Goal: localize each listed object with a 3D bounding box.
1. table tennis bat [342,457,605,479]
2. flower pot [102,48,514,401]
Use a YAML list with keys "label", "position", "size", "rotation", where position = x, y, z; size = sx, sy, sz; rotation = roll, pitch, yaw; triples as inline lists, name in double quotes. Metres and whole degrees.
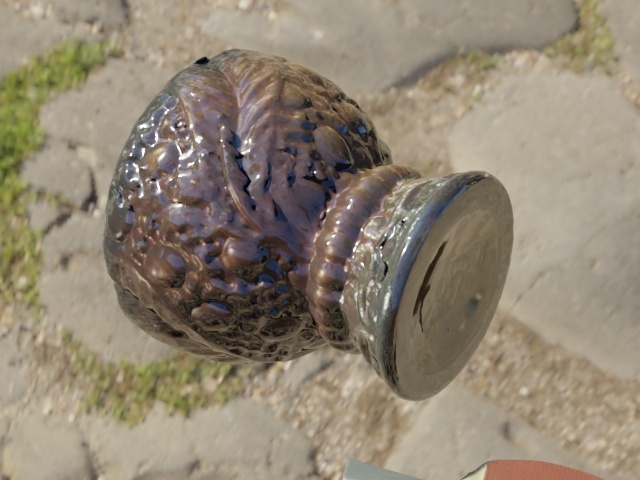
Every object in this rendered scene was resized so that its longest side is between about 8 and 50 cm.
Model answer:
- label: "table tennis bat"
  position: [0.119, 0.182, 1.080]
  size: [0.220, 0.019, 0.130]
  rotation: [14, 33, 7]
- label: "flower pot"
  position: [0.000, 0.000, 1.381]
  size: [0.267, 0.266, 0.266]
  rotation: [22, 48, 30]
